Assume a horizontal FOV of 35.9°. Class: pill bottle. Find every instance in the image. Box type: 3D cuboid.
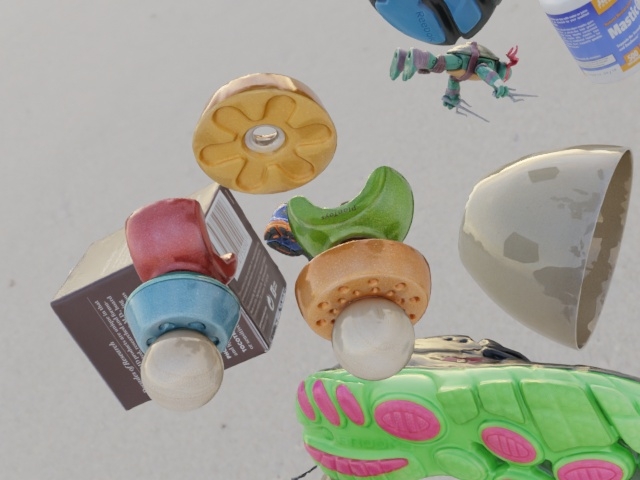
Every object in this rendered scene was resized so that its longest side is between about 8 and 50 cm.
[{"bbox_3d":[0.504,-0.438,1.843,0.152,0.272,0.152,-31,29,20],"label":"pill bottle"}]

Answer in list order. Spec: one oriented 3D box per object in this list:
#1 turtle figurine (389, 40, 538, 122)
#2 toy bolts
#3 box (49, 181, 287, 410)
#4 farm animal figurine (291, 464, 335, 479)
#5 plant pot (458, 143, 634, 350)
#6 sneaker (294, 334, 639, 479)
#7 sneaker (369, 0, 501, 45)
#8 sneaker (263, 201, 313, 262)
[{"bbox_3d":[0.246,-0.283,1.699,0.234,0.118,0.175,9,-10,-15],"label":"turtle figurine"},{"bbox_3d":[-0.051,0.022,0.712,0.229,0.218,0.158,-21,48,16],"label":"toy bolts"},{"bbox_3d":[-0.173,0.063,1.182,0.203,0.167,0.168,-25,21,17],"label":"box"},{"bbox_3d":[0.101,0.385,1.168,0.172,0.326,0.330,-39,-3,13],"label":"farm animal figurine"},{"bbox_3d":[0.303,-0.009,1.372,0.191,0.284,0.284,15,46,24],"label":"plant pot"},{"bbox_3d":[0.193,0.171,1.033,0.483,0.185,0.202,4,25,38],"label":"sneaker"},{"bbox_3d":[0.127,-0.285,0.618,0.341,0.125,0.139,-52,13,49],"label":"sneaker"},{"bbox_3d":[0.000,0.000,1.753,0.083,0.221,0.087,-26,43,38],"label":"sneaker"}]
